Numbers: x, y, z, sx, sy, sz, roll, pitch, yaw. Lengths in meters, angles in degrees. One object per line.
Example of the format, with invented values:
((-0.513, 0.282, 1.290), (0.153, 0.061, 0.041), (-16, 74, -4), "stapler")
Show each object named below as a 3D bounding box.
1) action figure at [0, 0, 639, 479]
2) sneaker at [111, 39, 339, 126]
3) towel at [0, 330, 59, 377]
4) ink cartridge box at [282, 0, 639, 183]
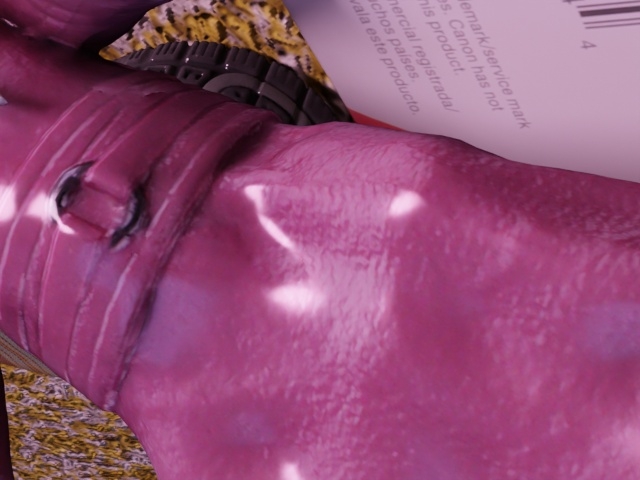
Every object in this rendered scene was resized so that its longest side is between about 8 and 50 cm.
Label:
((-0.037, -0.007, 0.422), (0.370, 0.275, 0.248), (31, 104, 14), "action figure")
((0.000, 0.000, 0.710), (0.286, 0.109, 0.130), (27, 153, -1), "sneaker")
((-0.114, 0.023, 0.689), (0.370, 0.040, 0.271), (10, 155, 26), "towel")
((0.194, -0.099, 0.387), (0.384, 0.160, 0.279), (1, 141, 33), "ink cartridge box")
